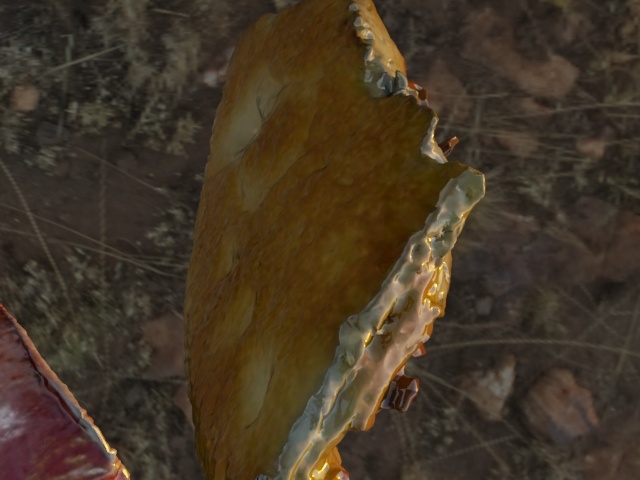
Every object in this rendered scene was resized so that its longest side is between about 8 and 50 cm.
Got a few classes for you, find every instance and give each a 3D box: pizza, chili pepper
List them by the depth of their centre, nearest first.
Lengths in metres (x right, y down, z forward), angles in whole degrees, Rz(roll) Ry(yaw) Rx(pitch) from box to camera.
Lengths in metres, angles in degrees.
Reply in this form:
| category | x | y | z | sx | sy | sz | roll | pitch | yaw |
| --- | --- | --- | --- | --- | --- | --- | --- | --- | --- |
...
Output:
| category | x | y | z | sx | sy | sz | roll | pitch | yaw |
| --- | --- | --- | --- | --- | --- | --- | --- | --- | --- |
| pizza | 0.000 | 0.000 | 0.516 | 0.074 | 0.365 | 0.182 | 26 | 119 | -24 |
| chili pepper | -0.320 | 0.205 | 1.046 | 0.305 | 0.251 | 0.229 | -33 | 142 | -1 |
